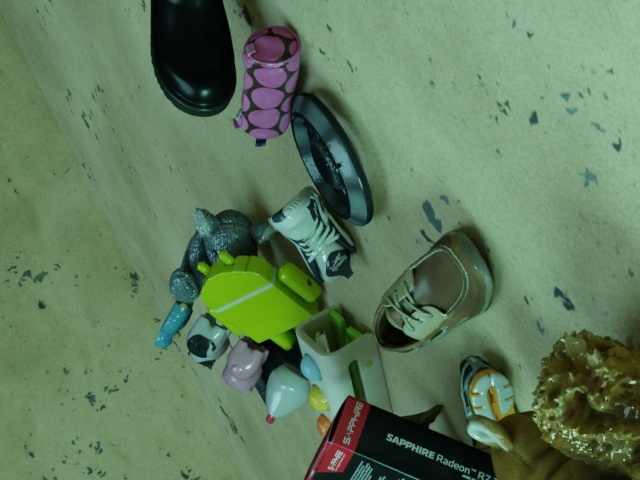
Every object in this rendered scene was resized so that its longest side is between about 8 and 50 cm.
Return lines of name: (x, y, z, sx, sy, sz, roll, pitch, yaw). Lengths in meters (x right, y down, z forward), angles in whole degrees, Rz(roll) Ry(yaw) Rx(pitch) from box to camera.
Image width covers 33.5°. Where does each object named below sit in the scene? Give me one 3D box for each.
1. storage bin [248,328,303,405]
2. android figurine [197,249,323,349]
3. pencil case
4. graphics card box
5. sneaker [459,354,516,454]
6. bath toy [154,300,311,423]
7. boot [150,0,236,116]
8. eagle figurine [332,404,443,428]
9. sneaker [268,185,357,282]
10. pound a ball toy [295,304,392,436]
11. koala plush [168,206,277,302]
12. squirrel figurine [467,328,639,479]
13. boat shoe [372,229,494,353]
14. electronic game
storage bin: (-0.089, 0.280, 2.337, 0.180, 0.122, 0.084, 58, 159, 8)
android figurine: (-0.121, 0.114, 2.084, 0.273, 0.056, 0.248, 39, 133, -26)
pencil case: (-0.086, -0.246, 1.684, 0.209, 0.098, 0.095, 102, 164, -57)
graphics card box: (0.168, 0.383, 1.596, 0.371, 0.094, 0.233, 23, 143, 2)
sneaker: (0.252, 0.260, 1.587, 0.083, 0.084, 0.215, -123, 19, -55)
bath toy: (-0.179, 0.259, 2.222, 0.348, 0.129, 0.151, 31, -176, 12)
boot: (-0.196, -0.389, 1.621, 0.260, 0.131, 0.348, 129, 130, -68)
eagle figurine: (0.174, 0.434, 1.839, 0.226, 0.225, 0.298, 5, 111, 50)
sneaker: (0.000, 0.000, 1.763, 0.153, 0.094, 0.235, 49, 177, 6)
pound a ball toy: (0.020, 0.280, 2.061, 0.208, 0.136, 0.319, 37, 148, 47)
koala plush: (-0.192, 0.010, 2.157, 0.221, 0.196, 0.203, 113, 168, -59)
squirrel figurine: (0.339, 0.277, 1.216, 0.370, 0.281, 0.397, -126, 37, -56)
boat shoe: (0.153, 0.091, 1.531, 0.123, 0.116, 0.324, 55, 159, 17)
electronic game: (0.018, -0.126, 1.667, 0.229, 0.048, 0.229, 57, 166, 22)
